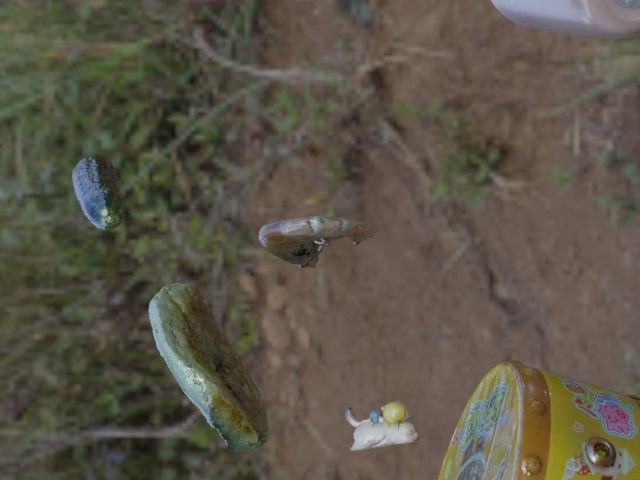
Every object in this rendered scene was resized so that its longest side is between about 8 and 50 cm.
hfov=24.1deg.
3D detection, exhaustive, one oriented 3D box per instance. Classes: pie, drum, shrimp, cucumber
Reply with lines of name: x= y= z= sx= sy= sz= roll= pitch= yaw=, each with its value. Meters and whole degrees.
pie: x=-0.136 y=0.160 z=1.864 sx=0.240 sy=0.054 sz=0.240 roll=57 pitch=-172 yaw=-12
drum: x=0.289 y=0.379 z=1.984 sx=0.431 sy=0.214 sz=0.431 roll=-163 pitch=90 yaw=-85
shrimp: x=0.000 y=0.002 z=1.906 sx=0.251 sy=0.143 sz=0.052 roll=46 pitch=-140 yaw=-83
cucumber: x=-0.351 y=-0.071 z=2.370 sx=0.241 sy=0.074 sz=0.075 roll=-123 pitch=30 yaw=-66

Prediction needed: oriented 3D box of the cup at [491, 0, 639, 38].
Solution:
cup: x=0.330 y=-0.373 z=1.815 sx=0.200 sy=0.191 sz=0.253 roll=29 pitch=117 yaw=60

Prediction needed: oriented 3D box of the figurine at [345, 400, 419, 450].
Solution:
figurine: x=0.069 y=0.210 z=1.699 sx=0.047 sy=0.083 sz=0.051 roll=-18 pitch=-84 yaw=-71
